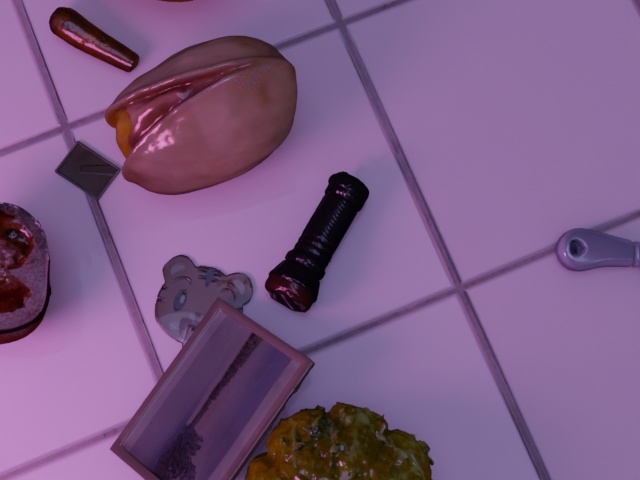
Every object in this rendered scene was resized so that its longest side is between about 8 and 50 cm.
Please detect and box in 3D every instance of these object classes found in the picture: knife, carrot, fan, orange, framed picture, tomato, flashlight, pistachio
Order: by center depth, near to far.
[{"bbox_3d":[0.031,0.391,1.415,0.301,0.223,0.300,33,84,5],"label":"orange"},{"bbox_3d":[-0.166,0.251,1.485,0.213,0.016,0.289,30,80,34],"label":"framed picture"},{"bbox_3d":[-0.508,0.065,1.503,0.180,0.155,0.214,10,62,-19],"label":"tomato"},{"bbox_3d":[-0.179,-0.201,1.537,0.308,0.230,0.230,-21,79,3],"label":"pistachio"},{"bbox_3d":[-0.204,0.143,1.570,0.152,0.008,0.227,15,77,2],"label":"fan"},{"bbox_3d":[0.000,0.000,1.573,0.093,0.093,0.232,29,73,5],"label":"flashlight"},{"bbox_3d":[0.547,0.038,1.602,0.331,0.044,0.080,8,77,-3],"label":"knife"},{"bbox_3d":[-0.384,-0.116,1.623,0.089,0.007,0.066,32,78,5],"label":"framed picture"},{"bbox_3d":[-0.380,-0.335,1.651,0.161,0.055,0.055,32,78,-2],"label":"carrot"}]
